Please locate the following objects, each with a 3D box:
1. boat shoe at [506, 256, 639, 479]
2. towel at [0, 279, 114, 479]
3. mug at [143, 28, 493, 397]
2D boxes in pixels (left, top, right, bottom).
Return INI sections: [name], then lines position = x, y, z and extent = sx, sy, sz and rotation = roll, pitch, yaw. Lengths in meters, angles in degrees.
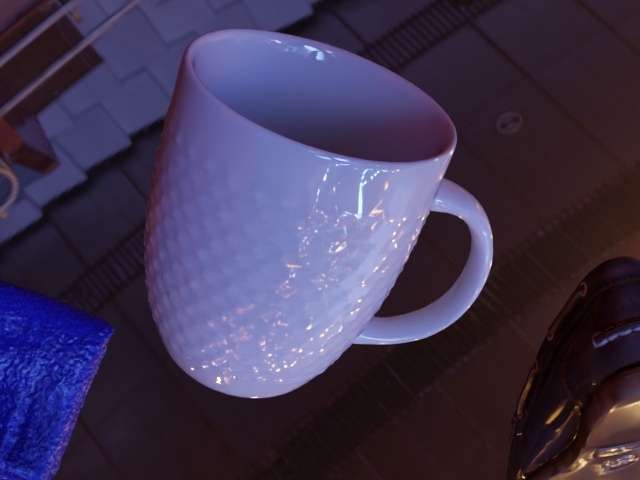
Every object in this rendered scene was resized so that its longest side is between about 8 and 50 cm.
[boat shoe]
position = 0.139, 0.085, 0.482
extent = 0.073, 0.207, 0.073
rotation = -6, -124, -11
[towel]
position = -0.416, 0.146, 1.053
extent = 0.076, 0.308, 0.228
rotation = -159, -90, -77
[mug]
position = 0.000, 0.000, 0.982
extent = 0.374, 0.328, 0.276
rotation = 13, -149, -13
